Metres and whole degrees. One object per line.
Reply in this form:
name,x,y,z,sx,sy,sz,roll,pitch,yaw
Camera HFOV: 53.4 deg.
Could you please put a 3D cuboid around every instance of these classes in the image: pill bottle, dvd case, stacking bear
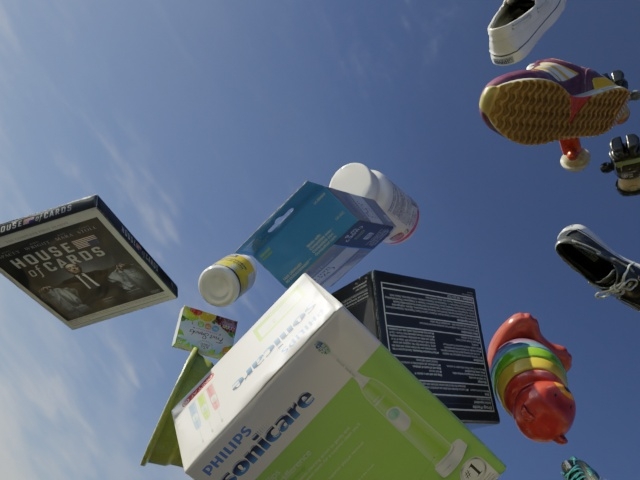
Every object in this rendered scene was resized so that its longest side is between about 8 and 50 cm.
pill bottle,0.154,-0.103,1.805,0.160,0.160,0.283,13,-11,38
dvd case,-0.333,0.040,0.894,0.238,0.179,0.029,65,9,-53
stacking bear,0.431,0.297,1.285,0.175,0.289,0.164,44,-73,-5
pill bottle,-0.220,0.091,1.568,0.103,0.184,0.103,3,-78,12

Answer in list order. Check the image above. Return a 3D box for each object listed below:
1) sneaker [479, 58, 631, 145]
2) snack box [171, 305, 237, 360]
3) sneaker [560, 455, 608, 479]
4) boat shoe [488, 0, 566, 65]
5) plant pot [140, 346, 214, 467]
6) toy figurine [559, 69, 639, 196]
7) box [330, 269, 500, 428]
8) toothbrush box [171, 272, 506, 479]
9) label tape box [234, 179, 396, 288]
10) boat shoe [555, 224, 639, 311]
sneaker,0.214,-0.141,0.628,0.084,0.186,0.069,52,-45,43
snack box,-0.281,0.228,1.552,0.141,0.100,0.037,20,-30,-20
sneaker,0.408,0.381,0.997,0.076,0.065,0.166,46,6,21
boat shoe,0.384,-0.430,1.179,0.095,0.258,0.084,5,-41,38
plant pot,-0.227,0.418,1.436,0.254,0.276,0.276,24,-38,-5
toy figurine,0.601,-0.213,1.272,0.213,0.209,0.148,36,-12,47
box,0.183,0.244,1.321,0.183,0.296,0.294,-36,-129,47
toothbrush box,0.022,0.210,0.669,0.283,0.206,0.122,45,-4,-24
label tape box,0.000,0.000,1.462,0.240,0.334,0.106,-44,-112,20
boat shoe,0.685,0.083,1.484,0.306,0.105,0.113,43,-50,7
